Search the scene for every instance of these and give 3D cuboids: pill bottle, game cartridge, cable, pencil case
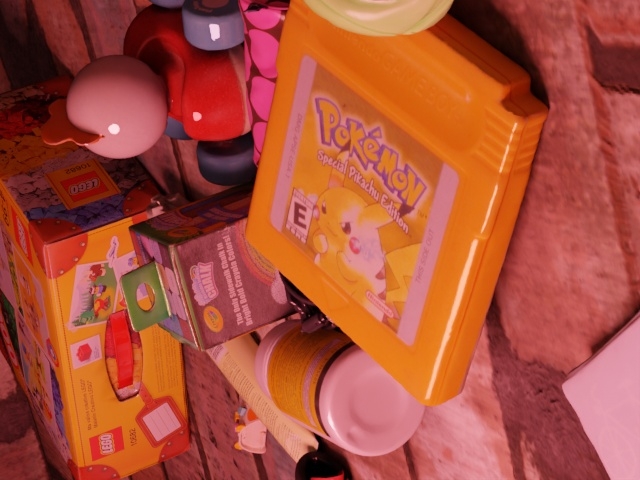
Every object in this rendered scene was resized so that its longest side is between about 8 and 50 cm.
[{"bbox_3d":[0.014,0.147,1.677,0.208,0.119,0.119,15,123,63],"label":"pill bottle"},{"bbox_3d":[0.052,-0.061,1.383,0.285,0.052,0.324,42,136,35],"label":"game cartridge"},{"bbox_3d":[0.000,0.000,1.631,0.150,0.047,0.185,-23,73,56],"label":"cable"},{"bbox_3d":[-0.030,-0.159,1.559,0.098,0.095,0.209,29,139,35],"label":"pencil case"}]

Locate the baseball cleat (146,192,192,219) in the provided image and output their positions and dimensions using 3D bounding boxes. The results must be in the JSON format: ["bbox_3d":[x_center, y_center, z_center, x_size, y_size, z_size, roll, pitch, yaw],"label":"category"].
[{"bbox_3d":[-0.157,0.001,2.044,0.206,0.072,0.109,39,157,60],"label":"baseball cleat"}]

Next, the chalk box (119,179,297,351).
[{"bbox_3d":[-0.125,0.034,1.777,0.132,0.213,0.132,22,129,62],"label":"chalk box"}]

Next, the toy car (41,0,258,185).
[{"bbox_3d":[-0.205,-0.168,1.757,0.210,0.238,0.219,47,149,44],"label":"toy car"}]

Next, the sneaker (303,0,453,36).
[{"bbox_3d":[0.009,-0.395,1.202,0.202,0.185,0.483,-37,77,49],"label":"sneaker"}]

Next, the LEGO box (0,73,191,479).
[{"bbox_3d":[-0.370,0.064,2.407,0.372,0.193,0.500,49,150,42],"label":"LEGO box"}]

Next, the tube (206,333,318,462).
[{"bbox_3d":[-0.072,0.189,2.012,0.240,0.062,0.070,51,-164,28],"label":"tube"}]

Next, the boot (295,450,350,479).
[{"bbox_3d":[0.031,0.374,1.888,0.244,0.088,0.176,56,153,39],"label":"boot"}]

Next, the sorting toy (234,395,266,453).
[{"bbox_3d":[-0.098,0.234,2.137,0.083,0.044,0.075,97,165,-49],"label":"sorting toy"}]

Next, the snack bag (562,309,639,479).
[{"bbox_3d":[0.310,0.185,1.128,0.343,0.037,0.323,62,156,18],"label":"snack bag"}]
